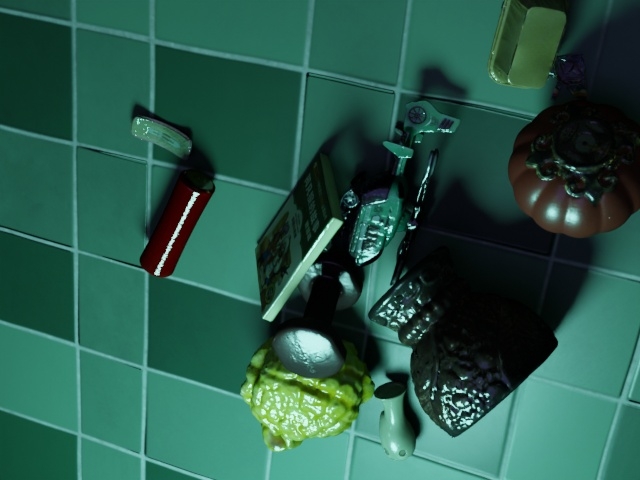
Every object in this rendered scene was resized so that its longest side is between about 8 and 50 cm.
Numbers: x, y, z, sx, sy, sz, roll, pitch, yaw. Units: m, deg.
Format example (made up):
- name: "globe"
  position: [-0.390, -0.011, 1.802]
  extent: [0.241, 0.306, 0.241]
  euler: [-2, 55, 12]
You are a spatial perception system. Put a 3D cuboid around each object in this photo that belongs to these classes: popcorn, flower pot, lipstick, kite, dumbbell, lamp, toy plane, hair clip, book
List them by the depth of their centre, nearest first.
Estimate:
- name: "lamp"
  position: [0.415, -0.113, 1.493]
  extent: [0.226, 0.227, 0.227]
  euler: [9, 115, 19]
- name: "kite"
  position: [0.403, -0.271, 1.538]
  extent: [0.122, 0.004, 0.090]
  euler: [34, 119, 9]
- name: "flower pot"
  position: [0.240, 0.167, 1.658]
  extent: [0.267, 0.266, 0.266]
  euler: [48, 121, 9]
- name: "toy plane"
  position: [0.124, -0.082, 1.686]
  extent: [0.155, 0.106, 0.382]
  euler: [20, 117, 7]
- name: "book"
  position: [-0.046, -0.007, 1.738]
  extent: [0.027, 0.202, 0.264]
  euler: [21, 124, -23]
- name: "dumbbell"
  position: [-0.003, 0.137, 1.745]
  extent: [0.124, 0.225, 0.140]
  euler: [-11, 127, 24]
- name: "hair clip"
  position: [-0.314, -0.206, 1.856]
  extent: [0.137, 0.022, 0.054]
  euler: [24, 120, 11]
- name: "popcorn"
  position: [-0.045, 0.292, 1.862]
  extent: [0.286, 0.174, 0.225]
  euler: [-31, 109, 33]
- name: "lipstick"
  position: [-0.291, -0.032, 1.888]
  extent: [0.080, 0.080, 0.241]
  euler: [35, 121, 6]

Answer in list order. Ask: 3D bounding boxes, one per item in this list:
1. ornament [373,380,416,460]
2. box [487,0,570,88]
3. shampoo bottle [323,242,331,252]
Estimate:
- name: "ornament"
  position: [0.149, 0.368, 1.879]
  extent: [0.081, 0.074, 0.156]
  euler: [12, 120, 48]
- name: "box"
  position: [0.335, -0.324, 1.495]
  extent: [0.111, 0.111, 0.177]
  euler: [20, 120, 14]
- name: "shampoo bottle"
  position: [0.000, 0.000, 1.750]
  extent: [0.034, 0.141, 0.049]
  euler: [-33, 93, 1]
